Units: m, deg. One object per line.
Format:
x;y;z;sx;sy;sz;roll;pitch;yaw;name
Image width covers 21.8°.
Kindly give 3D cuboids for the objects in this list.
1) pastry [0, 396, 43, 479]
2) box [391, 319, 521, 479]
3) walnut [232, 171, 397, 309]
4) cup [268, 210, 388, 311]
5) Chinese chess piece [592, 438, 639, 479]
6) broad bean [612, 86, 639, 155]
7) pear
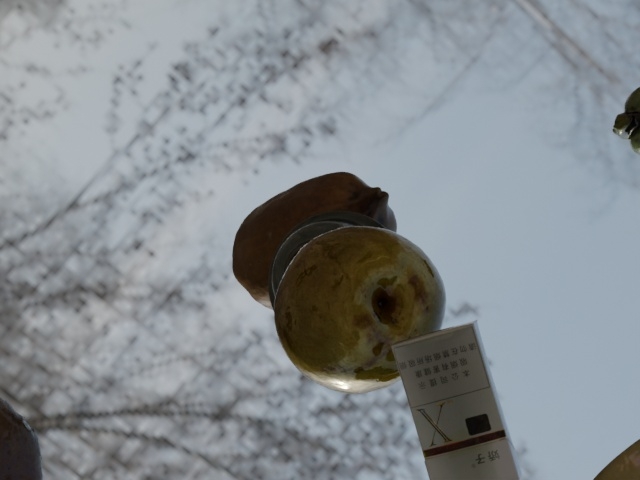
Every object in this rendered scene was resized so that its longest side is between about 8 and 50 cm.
-0.488;0.312;2.318;0.100;0.218;0.229;-17;-113;47;pastry
0.129;0.160;1.571;0.084;0.154;0.040;-16;180;10;box
0.000;0.000;2.583;0.336;0.209;0.209;-35;-159;46;walnut
0.009;0.049;2.231;0.199;0.199;0.150;-48;166;4;cup
0.382;0.307;1.798;0.257;0.257;0.104;-47;-128;7;Chinese chess piece
0.502;-0.161;2.325;0.169;0.228;0.100;-12;-103;60;broad bean
0.044;0.084;1.990;0.209;0.209;0.209;-44;-164;17;pear
